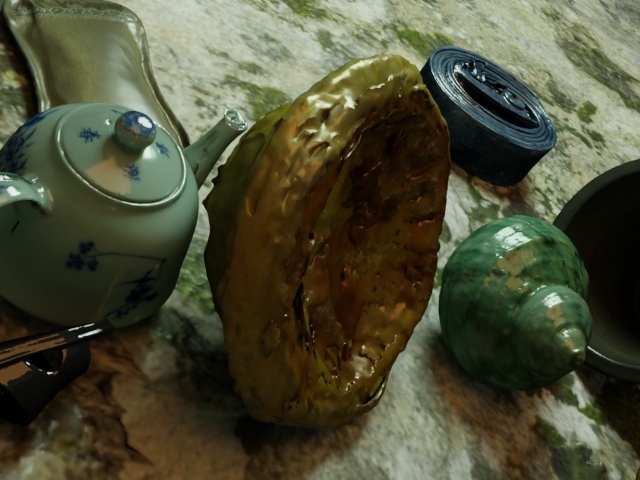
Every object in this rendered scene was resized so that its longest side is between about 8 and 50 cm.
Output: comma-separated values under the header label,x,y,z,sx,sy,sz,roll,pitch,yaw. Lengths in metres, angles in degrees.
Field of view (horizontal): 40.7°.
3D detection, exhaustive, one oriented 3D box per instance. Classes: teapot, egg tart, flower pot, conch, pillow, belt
label,x,y,z,sx,sy,sz,roll,pitch,yaw
teapot,-0.152,-0.032,0.585,0.159,0.159,0.232,50,41,13
egg tart,0.000,0.000,0.636,0.115,0.290,0.290,13,28,28
flower pot,0.365,0.045,0.904,0.148,0.235,0.235,26,35,-49
conch,0.188,0.058,0.796,0.176,0.122,0.188,38,39,-24
pillow,-0.196,-0.139,0.747,0.130,0.033,0.217,-3,55,-32
belt,0.197,-0.152,1.039,0.190,0.082,0.141,32,44,-7

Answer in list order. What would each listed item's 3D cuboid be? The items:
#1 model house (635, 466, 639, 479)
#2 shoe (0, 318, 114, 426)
label,x,y,z,sx,sy,sz,roll,pitch,yaw
model house,0.260,0.253,0.591,0.184,0.253,0.291,39,19,-22
shoe,-0.194,0.088,0.511,0.159,0.062,0.053,-12,87,-44
